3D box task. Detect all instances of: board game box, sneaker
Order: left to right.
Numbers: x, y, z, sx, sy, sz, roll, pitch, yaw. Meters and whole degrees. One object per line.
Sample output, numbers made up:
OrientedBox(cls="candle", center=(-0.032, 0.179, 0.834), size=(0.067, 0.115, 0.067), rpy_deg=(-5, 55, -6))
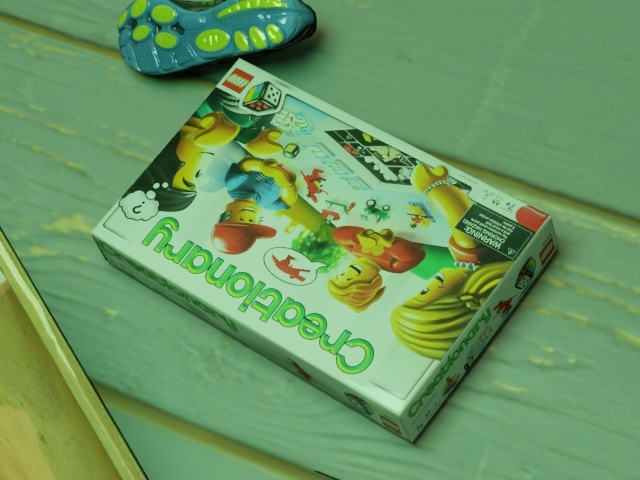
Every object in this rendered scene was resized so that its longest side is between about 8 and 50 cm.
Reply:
OrientedBox(cls="sneaker", center=(-0.087, -0.171, 1.598), size=(0.188, 0.078, 0.067), rpy_deg=(-3, 87, 29))
OrientedBox(cls="board game box", center=(0.000, 0.000, 1.471), size=(0.305, 0.053, 0.193), rpy_deg=(28, 69, 28))

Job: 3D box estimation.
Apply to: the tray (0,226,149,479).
OrientedBox(cls="tray", center=(-0.226, 0.178, 1.317), size=(0.203, 0.076, 0.411), rpy_deg=(-31, 79, -5))
